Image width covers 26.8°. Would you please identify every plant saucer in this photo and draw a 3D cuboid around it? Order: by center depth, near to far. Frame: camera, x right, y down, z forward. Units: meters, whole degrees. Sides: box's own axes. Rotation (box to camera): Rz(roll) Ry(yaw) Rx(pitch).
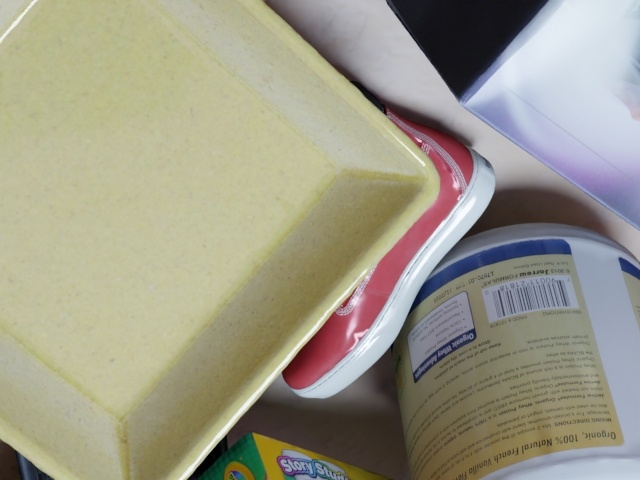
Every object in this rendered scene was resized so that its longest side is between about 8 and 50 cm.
[{"bbox_3d":[-0.145,-0.030,0.908,0.333,0.081,0.333,42,90,-17],"label":"plant saucer"}]

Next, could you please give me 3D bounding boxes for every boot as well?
[{"bbox_3d":[0.000,0.000,1.046,0.176,0.088,0.244,26,105,-30],"label":"boot"}]

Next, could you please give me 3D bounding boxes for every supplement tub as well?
[{"bbox_3d":[0.181,0.168,1.047,0.228,0.316,0.228,-4,139,-3],"label":"supplement tub"}]

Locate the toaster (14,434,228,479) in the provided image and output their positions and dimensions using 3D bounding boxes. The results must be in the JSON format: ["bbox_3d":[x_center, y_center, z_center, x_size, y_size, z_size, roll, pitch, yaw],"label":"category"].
[{"bbox_3d":[-0.160,0.127,1.065,0.168,0.110,0.186,-10,126,-11],"label":"toaster"}]

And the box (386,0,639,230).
[{"bbox_3d":[0.263,-0.171,0.948,0.296,0.183,0.294,30,112,-31],"label":"box"}]

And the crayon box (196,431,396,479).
[{"bbox_3d":[0.039,0.269,1.069,0.278,0.165,0.081,26,118,-39],"label":"crayon box"}]
